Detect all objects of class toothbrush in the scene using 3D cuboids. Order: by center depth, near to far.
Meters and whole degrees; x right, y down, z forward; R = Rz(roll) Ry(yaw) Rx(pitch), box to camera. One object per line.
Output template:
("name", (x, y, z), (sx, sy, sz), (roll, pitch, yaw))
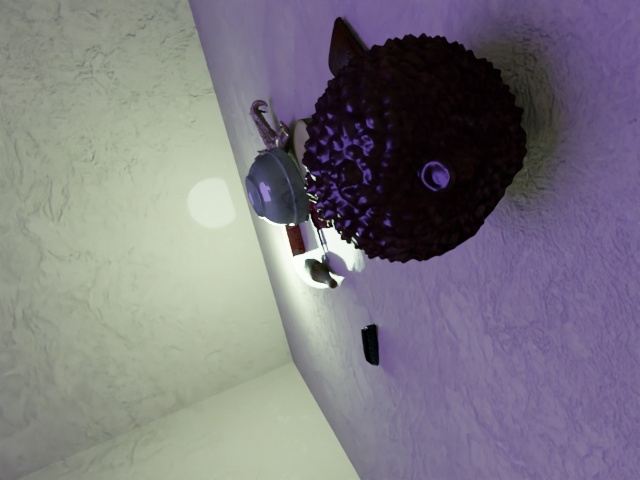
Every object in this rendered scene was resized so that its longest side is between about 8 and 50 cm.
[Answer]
("toothbrush", (0.001, 0.000, 1.690), (0.017, 0.014, 0.194), (-171, 63, -73))

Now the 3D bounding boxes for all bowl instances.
("bowl", (-0.179, -0.186, 1.612), (0.307, 0.163, 0.307), (53, 157, 36))

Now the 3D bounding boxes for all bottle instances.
("bottle", (-0.001, 0.137, 1.728), (0.270, 0.083, 0.083), (-148, 41, -65))

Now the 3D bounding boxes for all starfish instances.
("starfish", (-0.159, -0.365, 1.677), (0.432, 0.082, 0.324), (51, 153, 41))

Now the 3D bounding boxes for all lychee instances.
("lychee", (0.117, -0.124, 0.591), (0.330, 0.306, 0.306), (-122, 18, -66))

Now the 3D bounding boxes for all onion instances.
("onion", (0.039, -0.111, 1.212), (0.147, 0.184, 0.184), (17, 141, 16))

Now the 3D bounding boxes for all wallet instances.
("wallet", (0.085, -0.361, 0.942), (0.137, 0.031, 0.255), (97, 149, -58))

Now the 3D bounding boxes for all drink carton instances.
("drink carton", (-0.138, -0.040, 2.012), (0.096, 0.071, 0.222), (-147, 41, -66))

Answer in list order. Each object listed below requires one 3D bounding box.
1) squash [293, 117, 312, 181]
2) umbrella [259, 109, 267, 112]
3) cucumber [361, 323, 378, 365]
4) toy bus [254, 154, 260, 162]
("squash", (-0.025, -0.280, 1.396), (0.252, 0.049, 0.252), (163, 90, -74))
("umbrella", (-0.261, -0.573, 1.890), (0.022, 0.022, 0.149), (31, -179, -25))
("cucumber", (0.169, 0.350, 1.488), (0.070, 0.046, 0.220), (-116, 15, -52))
("toy bus", (-0.231, -0.275, 1.979), (0.112, 0.090, 0.274), (26, 144, 25))
